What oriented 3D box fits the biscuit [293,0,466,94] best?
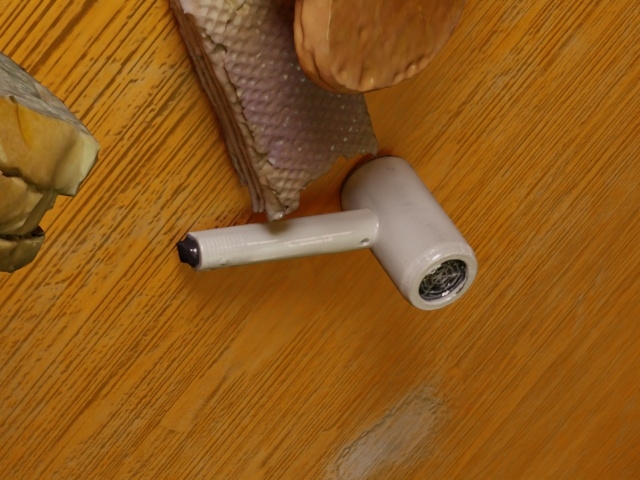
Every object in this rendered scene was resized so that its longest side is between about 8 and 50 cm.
[{"bbox_3d":[0.042,-0.277,0.787,0.269,0.051,0.376,-22,126,-48],"label":"biscuit"}]

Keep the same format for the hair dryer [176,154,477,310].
[{"bbox_3d":[0.000,0.000,1.011,0.236,0.131,0.073,-5,131,-27],"label":"hair dryer"}]

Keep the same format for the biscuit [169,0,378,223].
[{"bbox_3d":[-0.032,-0.121,0.898,0.108,0.062,0.239,-36,141,-13],"label":"biscuit"}]

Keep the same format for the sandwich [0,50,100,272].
[{"bbox_3d":[-0.262,-0.097,0.500,0.301,0.271,0.099,22,99,-54],"label":"sandwich"}]
